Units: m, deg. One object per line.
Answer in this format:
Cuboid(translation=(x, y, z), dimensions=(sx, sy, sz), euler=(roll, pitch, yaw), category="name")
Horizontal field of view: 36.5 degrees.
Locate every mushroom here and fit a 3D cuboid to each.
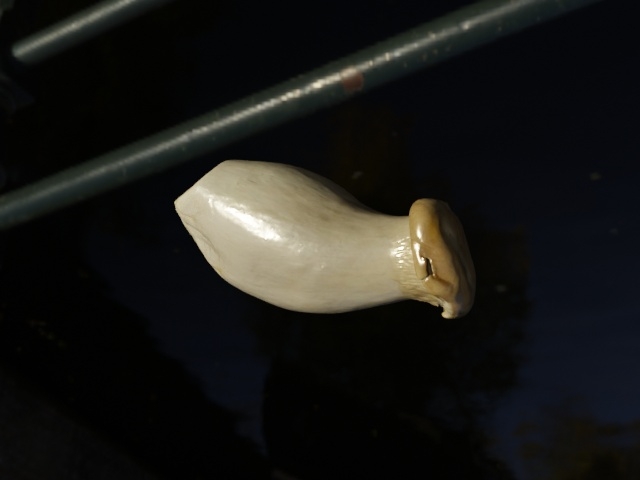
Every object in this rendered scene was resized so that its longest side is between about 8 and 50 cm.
Cuboid(translation=(0.001, -0.001, 0.634), dimensions=(0.213, 0.088, 0.097), euler=(11, 117, 28), category="mushroom")
